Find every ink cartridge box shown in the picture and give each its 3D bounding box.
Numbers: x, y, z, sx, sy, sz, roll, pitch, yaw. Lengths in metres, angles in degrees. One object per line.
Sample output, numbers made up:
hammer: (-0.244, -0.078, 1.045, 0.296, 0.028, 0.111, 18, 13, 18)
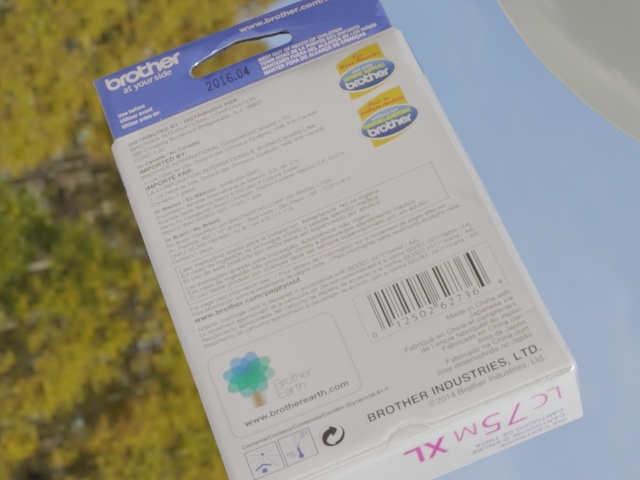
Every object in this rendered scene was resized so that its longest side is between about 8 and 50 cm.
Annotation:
ink cartridge box: (0.000, 0.000, 1.057, 0.065, 0.185, 0.311, 70, -3, -55)

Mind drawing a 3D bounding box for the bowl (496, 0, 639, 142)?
bowl: (0.244, -0.169, 1.114, 0.298, 0.134, 0.298, 33, -20, 14)
